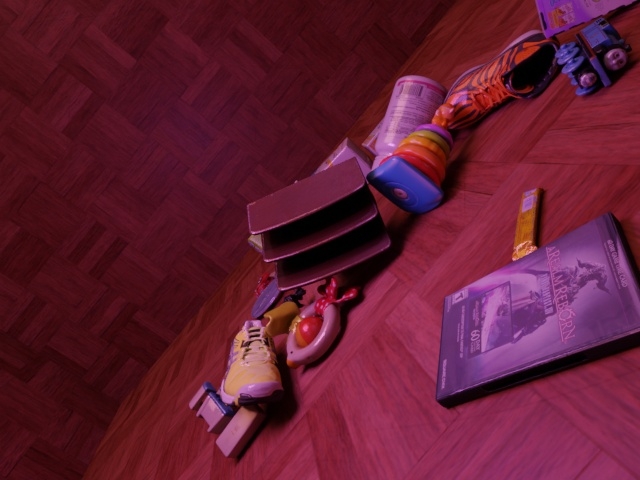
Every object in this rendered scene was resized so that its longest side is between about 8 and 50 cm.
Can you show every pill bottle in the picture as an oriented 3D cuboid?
[{"bbox_3d":[0.251,-0.305,1.269,0.160,0.160,0.283,-168,97,-75],"label":"pill bottle"}]

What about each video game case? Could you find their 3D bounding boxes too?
[{"bbox_3d":[0.269,0.095,0.583,0.274,0.026,0.196,-40,17,39],"label":"video game case"}]

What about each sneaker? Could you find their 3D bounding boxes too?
[{"bbox_3d":[-0.173,0.293,1.082,0.385,0.145,0.147,180,89,-75],"label":"sneaker"},{"bbox_3d":[0.431,-0.378,1.091,0.321,0.124,0.180,-41,15,33],"label":"sneaker"}]

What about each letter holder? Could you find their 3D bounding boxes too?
[{"bbox_3d":[-0.007,-0.032,1.074,0.302,0.152,0.214,-23,43,9],"label":"letter holder"}]

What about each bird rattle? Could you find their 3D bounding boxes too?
[{"bbox_3d":[-0.007,0.202,1.072,0.253,0.143,0.207,-30,33,22],"label":"bird rattle"}]

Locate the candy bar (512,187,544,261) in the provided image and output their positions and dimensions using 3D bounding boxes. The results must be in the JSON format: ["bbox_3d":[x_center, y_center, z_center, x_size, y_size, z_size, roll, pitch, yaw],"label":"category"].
[{"bbox_3d":[0.335,-0.032,0.713,0.040,0.018,0.161,-30,24,47],"label":"candy bar"}]

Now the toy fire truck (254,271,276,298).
[{"bbox_3d":[-0.207,0.155,1.885,0.135,0.047,0.192,-42,17,27],"label":"toy fire truck"}]

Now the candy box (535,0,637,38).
[{"bbox_3d":[0.561,-0.557,0.938,0.196,0.165,0.070,-15,30,29],"label":"candy box"}]

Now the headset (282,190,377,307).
[{"bbox_3d":[0.000,0.000,1.245,0.394,0.243,0.185,-67,-15,17],"label":"headset"}]

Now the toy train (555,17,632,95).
[{"bbox_3d":[0.519,-0.351,0.844,0.105,0.080,0.184,-32,22,36],"label":"toy train"}]

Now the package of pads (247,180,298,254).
[{"bbox_3d":[-0.084,-0.036,1.619,0.296,0.229,0.101,-52,-9,-11],"label":"package of pads"}]

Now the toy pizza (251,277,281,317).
[{"bbox_3d":[-0.194,0.220,1.706,0.201,0.032,0.201,-46,16,17],"label":"toy pizza"}]

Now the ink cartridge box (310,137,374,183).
[{"bbox_3d":[0.088,-0.263,1.780,0.233,0.168,0.171,-44,14,21],"label":"ink cartridge box"}]

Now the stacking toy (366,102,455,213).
[{"bbox_3d":[0.267,-0.230,1.115,0.302,0.166,0.175,-58,11,-20],"label":"stacking toy"}]

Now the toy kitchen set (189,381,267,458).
[{"bbox_3d":[-0.205,0.435,1.125,0.207,0.166,0.122,32,82,39],"label":"toy kitchen set"}]

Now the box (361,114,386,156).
[{"bbox_3d":[0.270,-0.404,1.687,0.203,0.114,0.103,-49,15,8],"label":"box"}]
